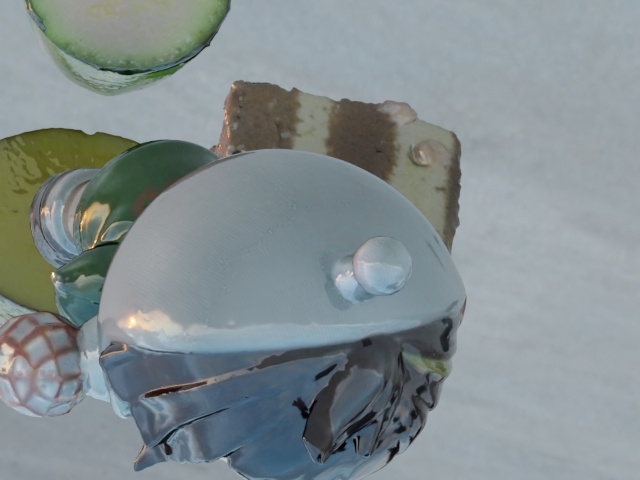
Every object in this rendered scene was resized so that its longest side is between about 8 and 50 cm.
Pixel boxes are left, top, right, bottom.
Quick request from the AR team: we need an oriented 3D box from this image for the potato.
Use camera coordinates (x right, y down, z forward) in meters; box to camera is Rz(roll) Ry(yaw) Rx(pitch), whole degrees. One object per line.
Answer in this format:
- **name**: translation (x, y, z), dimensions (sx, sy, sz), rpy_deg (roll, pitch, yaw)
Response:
- **potato**: translation (-0.218, 0.022, 1.259), dimensions (0.178, 0.203, 0.158), rpy_deg (47, 136, 8)

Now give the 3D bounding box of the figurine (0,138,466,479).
- **figurine**: translation (-0.053, 0.021, 0.864), dimensions (0.281, 0.167, 0.370), rpy_deg (-8, -163, -27)

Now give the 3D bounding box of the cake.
- **cake**: translation (0.000, 0.000, 1.831), dimensions (0.290, 0.282, 0.256), rpy_deg (11, 149, -7)

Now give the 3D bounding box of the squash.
- **squash**: translation (-0.165, -0.193, 1.274), dimensions (0.170, 0.170, 0.123), rpy_deg (18, 157, -12)
